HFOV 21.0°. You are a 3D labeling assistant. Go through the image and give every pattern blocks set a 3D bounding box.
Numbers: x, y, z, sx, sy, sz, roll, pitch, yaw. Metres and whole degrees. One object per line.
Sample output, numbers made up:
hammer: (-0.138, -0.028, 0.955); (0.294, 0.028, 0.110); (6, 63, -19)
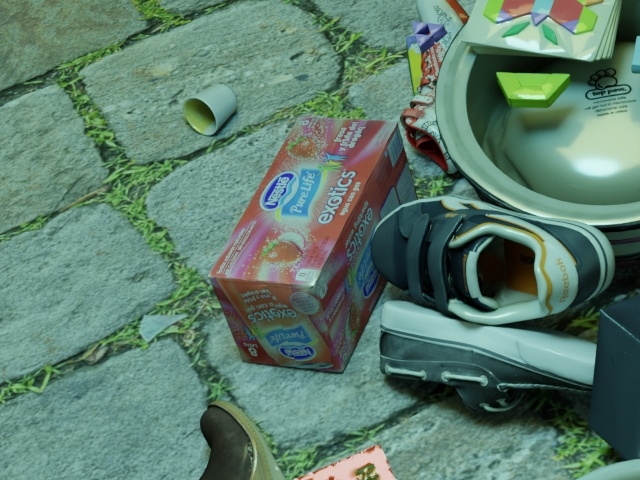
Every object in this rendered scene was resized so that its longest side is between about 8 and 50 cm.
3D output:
pattern blocks set: (0.272, -0.281, 2.096); (0.325, 0.026, 0.285); (-2, 56, 13)

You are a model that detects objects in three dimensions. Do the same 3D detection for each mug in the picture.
mug: (-0.158, -0.194, 2.469); (0.078, 0.062, 0.064); (22, 45, 30)

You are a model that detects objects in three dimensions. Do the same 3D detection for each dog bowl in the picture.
dog bowl: (0.350, -0.145, 2.092); (0.408, 0.150, 0.408); (-7, 55, 10)

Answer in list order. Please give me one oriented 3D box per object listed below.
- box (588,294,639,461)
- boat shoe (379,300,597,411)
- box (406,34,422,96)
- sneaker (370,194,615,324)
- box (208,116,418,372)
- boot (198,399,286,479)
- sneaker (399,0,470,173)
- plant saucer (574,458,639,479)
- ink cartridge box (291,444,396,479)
box: (0.371, 0.132, 1.791); (0.158, 0.156, 0.093); (-17, 36, -25)
boat shoe: (0.191, 0.142, 1.919); (0.301, 0.102, 0.108); (11, 8, 34)
box: (0.178, -0.228, 2.397); (0.105, 0.043, 0.179); (-12, 42, 6)
sneaker: (0.162, 0.020, 1.947); (0.321, 0.126, 0.127); (2, 15, 42)
box: (0.000, 0.000, 2.113); (0.142, 0.154, 0.300); (4, 46, 25)
boot: (-0.138, 0.292, 1.870); (0.207, 0.090, 0.248); (-26, 44, -13)
sneaker: (0.156, -0.213, 2.292); (0.145, 0.090, 0.270); (-27, 67, -7)
plant saucer: (0.342, 0.380, 1.520); (0.400, 0.100, 0.400); (10, 46, -10)
ink cartridge box: (0.019, 0.331, 1.738); (0.189, 0.066, 0.232); (-22, 65, -5)
